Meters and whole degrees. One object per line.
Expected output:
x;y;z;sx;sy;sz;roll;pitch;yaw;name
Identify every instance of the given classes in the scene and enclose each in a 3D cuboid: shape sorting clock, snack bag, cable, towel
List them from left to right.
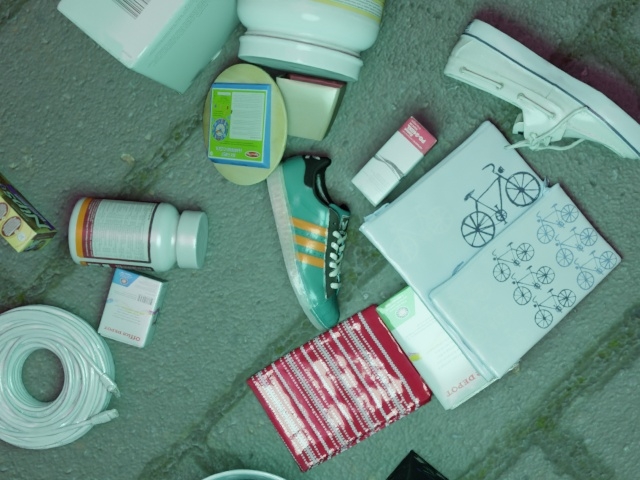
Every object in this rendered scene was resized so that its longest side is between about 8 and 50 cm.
-0.493;0.239;1.994;0.257;0.089;0.257;-27;88;7;cable
-0.128;-0.197;1.917;0.206;0.040;0.206;2;92;43;shape sorting clock
0.034;0.258;1.964;0.275;0.031;0.198;-31;88;7;towel
0.284;0.004;1.863;0.323;0.037;0.342;-39;89;-16;snack bag

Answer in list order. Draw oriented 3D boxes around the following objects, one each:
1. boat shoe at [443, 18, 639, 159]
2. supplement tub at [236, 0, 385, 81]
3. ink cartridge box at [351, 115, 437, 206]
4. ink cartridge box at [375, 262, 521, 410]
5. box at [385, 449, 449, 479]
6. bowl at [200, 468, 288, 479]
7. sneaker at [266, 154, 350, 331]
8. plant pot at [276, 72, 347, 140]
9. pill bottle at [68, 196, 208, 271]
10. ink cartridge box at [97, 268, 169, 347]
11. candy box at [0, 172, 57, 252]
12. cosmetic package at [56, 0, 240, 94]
0.360;-0.207;1.858;0.367;0.136;0.156;34;95;7;boat shoe
-0.004;-0.442;1.837;0.241;0.241;0.331;12;93;6;supplement tub
0.125;-0.132;1.899;0.063;0.109;0.150;44;96;2;ink cartridge box
0.218;0.157;1.908;0.154;0.093;0.212;-35;85;7;ink cartridge box
0.148;0.472;1.837;0.143;0.270;0.165;39;95;3;box
-0.114;0.526;1.923;0.312;0.163;0.311;0;92;7;bowl
0.000;0.000;1.919;0.121;0.108;0.302;-15;89;11;sneaker
-0.021;-0.226;1.919;0.109;0.109;0.096;11;103;6;plant pot
-0.312;-0.009;1.947;0.221;0.121;0.121;5;93;6;pill bottle
-0.330;0.118;1.989;0.089;0.052;0.122;18;93;6;ink cartridge box
-0.559;-0.062;1.980;0.187;0.109;0.053;44;96;4;candy box
-0.254;-0.367;1.806;0.155;0.365;0.197;39;93;2;cosmetic package
